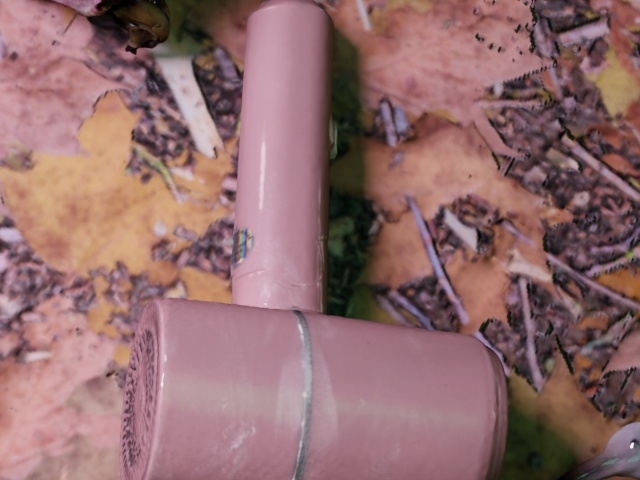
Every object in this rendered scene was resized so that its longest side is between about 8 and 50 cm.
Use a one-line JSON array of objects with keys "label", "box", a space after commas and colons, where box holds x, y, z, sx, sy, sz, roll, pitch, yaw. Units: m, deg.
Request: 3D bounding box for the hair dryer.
[{"label": "hair dryer", "box": [0.000, 0.000, 1.177, 0.210, 0.125, 0.352, 8, 67, -13]}]

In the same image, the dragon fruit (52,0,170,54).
[{"label": "dragon fruit", "box": [-0.171, -0.246, 1.157, 0.282, 0.211, 0.147, 37, 74, -30]}]

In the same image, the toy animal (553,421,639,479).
[{"label": "toy animal", "box": [0.303, 0.194, 1.205, 0.324, 0.090, 0.195, 42, 70, -2]}]
